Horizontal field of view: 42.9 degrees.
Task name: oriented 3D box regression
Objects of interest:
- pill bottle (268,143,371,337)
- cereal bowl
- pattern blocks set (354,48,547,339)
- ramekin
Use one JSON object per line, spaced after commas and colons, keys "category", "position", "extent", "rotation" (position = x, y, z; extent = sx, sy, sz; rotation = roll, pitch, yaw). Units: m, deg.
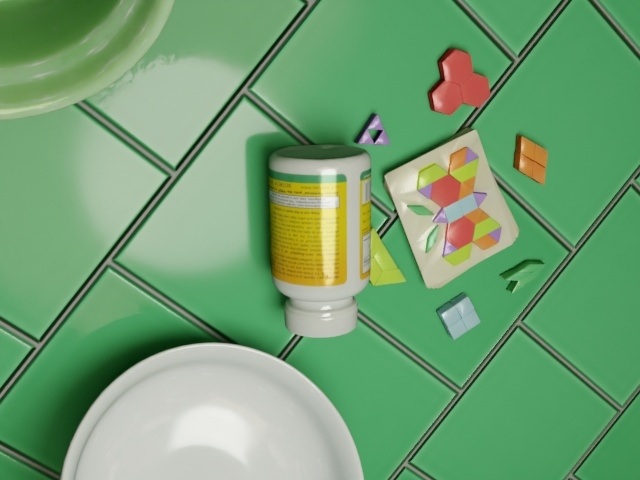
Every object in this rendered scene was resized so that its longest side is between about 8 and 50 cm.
{"category": "pill bottle", "position": [0.000, 0.000, 0.943], "extent": [0.117, 0.117, 0.208], "rotation": [-6, 106, -17]}
{"category": "cereal bowl", "position": [-0.127, 0.296, 0.931], "extent": [0.339, 0.141, 0.339], "rotation": [8, 65, -18]}
{"category": "pattern blocks set", "position": [0.169, -0.042, 1.036], "extent": [0.285, 0.026, 0.325], "rotation": [-41, 113, -3]}
{"category": "ramekin", "position": [-0.271, -0.256, 0.637], "extent": [0.303, 0.148, 0.303], "rotation": [-14, 142, -11]}
